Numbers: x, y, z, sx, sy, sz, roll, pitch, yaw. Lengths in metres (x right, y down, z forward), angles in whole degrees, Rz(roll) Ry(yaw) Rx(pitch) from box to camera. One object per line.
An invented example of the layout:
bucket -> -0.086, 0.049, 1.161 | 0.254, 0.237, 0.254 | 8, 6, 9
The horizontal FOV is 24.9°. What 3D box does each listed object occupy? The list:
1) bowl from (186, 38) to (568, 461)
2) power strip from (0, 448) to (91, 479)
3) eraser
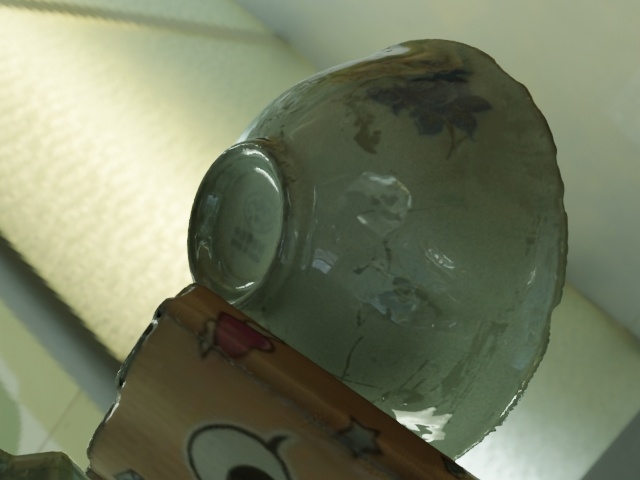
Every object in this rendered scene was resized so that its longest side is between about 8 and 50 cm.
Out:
bowl -> 0.000, 0.000, 0.967 | 0.146, 0.313, 0.313 | 12, -151, -38
power strip -> -0.201, 0.232, 1.106 | 0.270, 0.118, 0.046 | 63, -159, -55
eraser -> 0.010, 0.159, 0.841 | 0.291, 0.171, 0.087 | 34, -136, 7
